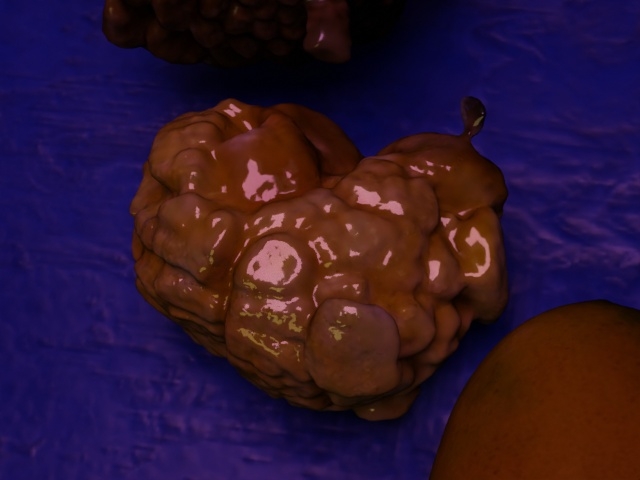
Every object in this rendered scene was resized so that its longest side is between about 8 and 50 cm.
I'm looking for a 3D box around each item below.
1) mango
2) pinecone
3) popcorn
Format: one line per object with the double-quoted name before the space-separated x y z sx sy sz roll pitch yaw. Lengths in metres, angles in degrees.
"mango" 0.132 0.149 0.845 0.175 0.139 0.254 -18 55 -11
"pinecone" -0.035 -0.220 0.994 0.244 0.244 0.309 -29 53 -3
"popcorn" -0.003 0.016 0.933 0.194 0.140 0.163 6 59 2
